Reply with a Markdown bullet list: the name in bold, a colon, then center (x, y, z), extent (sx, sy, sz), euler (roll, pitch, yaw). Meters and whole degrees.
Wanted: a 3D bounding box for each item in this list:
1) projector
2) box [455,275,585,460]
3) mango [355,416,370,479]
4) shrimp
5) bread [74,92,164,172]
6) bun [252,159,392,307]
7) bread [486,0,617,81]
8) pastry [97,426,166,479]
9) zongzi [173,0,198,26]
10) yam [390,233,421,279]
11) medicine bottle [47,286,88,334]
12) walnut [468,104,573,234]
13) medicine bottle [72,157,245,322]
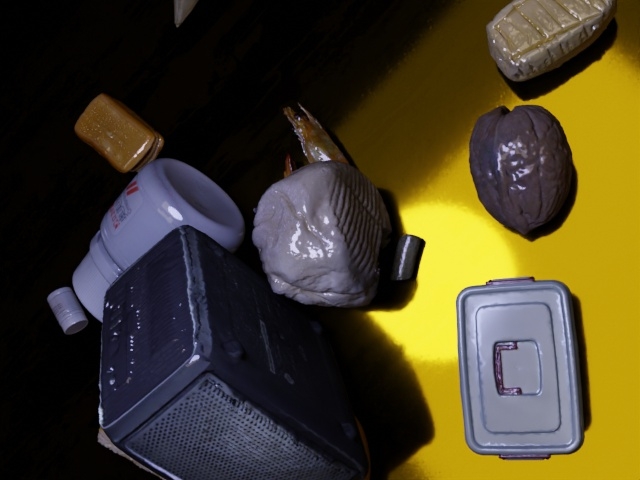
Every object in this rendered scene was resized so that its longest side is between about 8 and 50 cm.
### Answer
- **projector**: center (-0.147, 0.224, 1.337), extent (0.242, 0.405, 0.395), euler (-40, 32, 13)
- **box**: center (0.341, 0.214, 1.351), extent (0.193, 0.167, 0.294), euler (-5, 81, 19)
- **mango**: center (0.006, 0.432, 1.467), extent (0.175, 0.139, 0.254), euler (26, 87, 14)
- **shrimp**: center (-0.017, -0.154, 1.592), extent (0.150, 0.068, 0.249), euler (-23, 82, 20)
- **bread**: center (-0.444, -0.233, 1.755), extent (0.200, 0.077, 0.116), euler (38, 99, 22)
- **bun**: center (-0.008, -0.008, 1.447), extent (0.205, 0.281, 0.281), euler (-19, 77, 27)
- **bread**: center (0.417, -0.390, 1.432), extent (0.236, 0.106, 0.140), euler (-33, 72, 14)
- **pastry**: center (-0.356, 0.405, 1.638), extent (0.258, 0.089, 0.121), euler (27, 81, 19)
- **zongzi**: center (-0.190, -0.622, 1.695), extent (0.289, 0.154, 0.318), euler (2, 104, 17)
- **yam**: center (0.162, 0.033, 1.510), extent (0.043, 0.043, 0.094), euler (12, 89, 22)
- **medicine bottle**: center (-0.558, 0.155, 1.758), extent (0.058, 0.058, 0.091), euler (-38, 72, 12)
- **walnut**: center (0.352, -0.125, 1.397), extent (0.178, 0.178, 0.230), euler (-4, 93, 20)
- **medicine bottle**: center (-0.325, 0.017, 1.588), extent (0.306, 0.245, 0.245), euler (-48, 70, 16)
